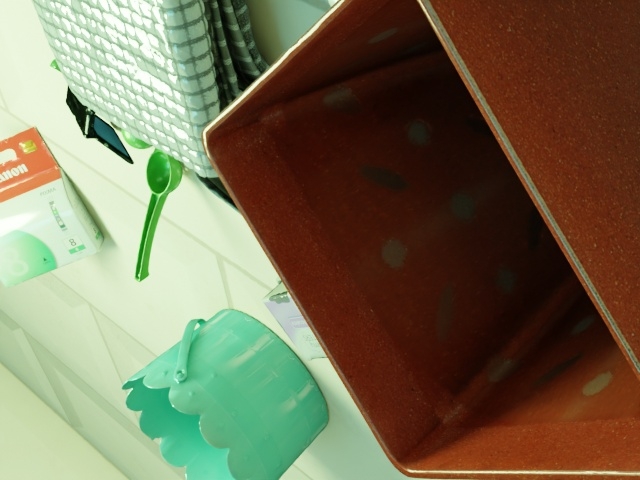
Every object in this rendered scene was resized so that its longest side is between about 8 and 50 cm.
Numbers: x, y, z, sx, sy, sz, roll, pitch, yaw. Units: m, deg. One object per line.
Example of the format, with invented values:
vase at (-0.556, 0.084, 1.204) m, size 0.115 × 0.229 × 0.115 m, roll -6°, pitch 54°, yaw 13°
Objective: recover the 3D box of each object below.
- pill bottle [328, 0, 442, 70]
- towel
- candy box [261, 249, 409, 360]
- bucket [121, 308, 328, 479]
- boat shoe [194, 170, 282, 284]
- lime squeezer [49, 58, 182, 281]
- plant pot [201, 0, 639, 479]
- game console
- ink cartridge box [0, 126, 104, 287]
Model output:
pill bottle at (0.047, -0.178, 0.721) m, size 0.116 × 0.065 × 0.065 m, roll 51°, pitch 153°, yaw -3°
towel at (-0.169, -0.223, 0.928) m, size 0.284 × 0.121 × 0.235 m, roll 30°, pitch 146°, yaw 36°
candy box at (0.071, 0.009, 0.781) m, size 0.070 × 0.196 × 0.165 m, roll 55°, pitch 152°, yaw -11°
bucket at (-0.136, 0.246, 1.408) m, size 0.281 × 0.183 × 0.281 m, roll 35°, pitch 149°, yaw 25°
boat shoe at (0.000, -0.002, 0.970) m, size 0.306 × 0.105 × 0.113 m, roll 43°, pitch 152°, yaw 11°
lime squeezer at (-0.232, -0.103, 1.185) m, size 0.059 × 0.110 × 0.310 m, roll 44°, pitch 154°, yaw 51°
plant pot at (0.129, -0.035, 0.578) m, size 0.267 × 0.236 × 0.267 m, roll 60°, pitch 152°, yaw -3°
game console at (-0.277, -0.169, 1.225) m, size 0.122 × 0.071 × 0.107 m, roll 49°, pitch 132°, yaw 51°
ink cartridge box at (-0.486, -0.049, 1.564) m, size 0.056 × 0.181 × 0.224 m, roll -91°, pitch -23°, yaw -59°
